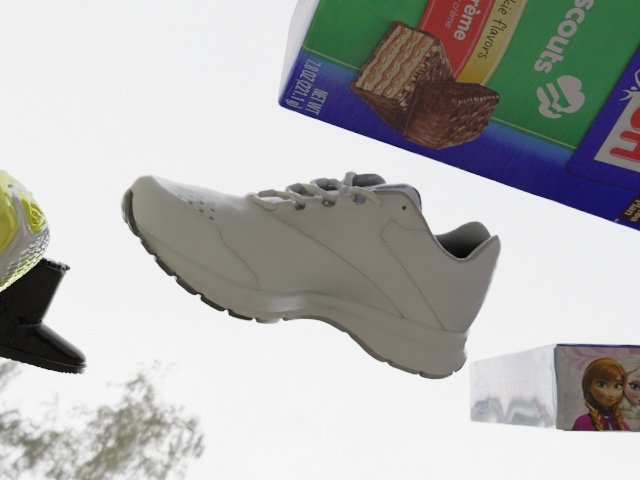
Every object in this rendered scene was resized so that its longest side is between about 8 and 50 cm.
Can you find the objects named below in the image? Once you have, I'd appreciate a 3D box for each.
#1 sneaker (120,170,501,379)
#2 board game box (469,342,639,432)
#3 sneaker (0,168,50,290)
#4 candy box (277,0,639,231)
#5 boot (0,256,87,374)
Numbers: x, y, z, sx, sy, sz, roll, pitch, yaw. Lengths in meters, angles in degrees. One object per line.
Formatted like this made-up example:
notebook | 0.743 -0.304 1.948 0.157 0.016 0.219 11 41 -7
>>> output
sneaker | 0.000 0.000 0.705 0.297 0.111 0.129 18 -73 -26
board game box | 0.312 0.131 0.823 0.318 0.318 0.066 2 -100 -3
sneaker | -0.273 0.015 0.538 0.240 0.091 0.126 -33 -79 6
candy box | 0.164 -0.166 0.642 0.317 0.122 0.268 17 -49 -11
boot | -0.260 0.066 0.897 0.121 0.045 0.099 21 -95 -31
